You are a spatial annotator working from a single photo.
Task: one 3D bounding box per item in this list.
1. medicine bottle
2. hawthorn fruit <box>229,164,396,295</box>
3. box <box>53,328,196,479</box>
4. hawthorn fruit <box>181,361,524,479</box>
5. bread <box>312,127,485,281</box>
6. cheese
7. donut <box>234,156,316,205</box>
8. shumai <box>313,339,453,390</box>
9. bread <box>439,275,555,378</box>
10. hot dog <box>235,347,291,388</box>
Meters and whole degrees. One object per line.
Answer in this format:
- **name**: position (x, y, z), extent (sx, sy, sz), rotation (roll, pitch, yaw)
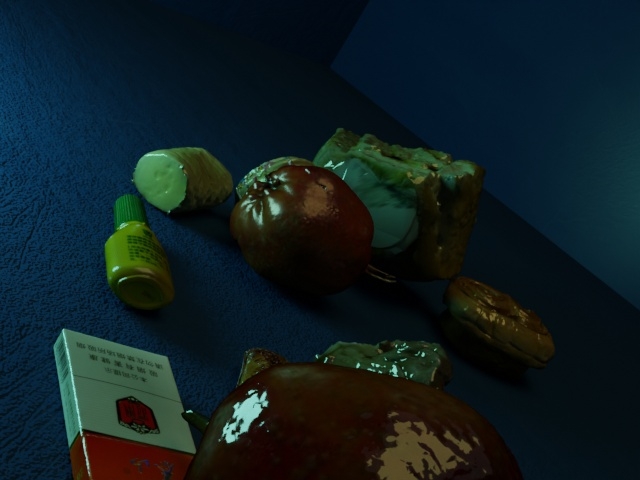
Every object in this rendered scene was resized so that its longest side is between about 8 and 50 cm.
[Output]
- **medicine bottle**: position (-0.261, 0.007, 1.332), extent (0.095, 0.064, 0.260), rotation (25, 19, -26)
- **hawthorn fruit**: position (0.000, 0.000, 1.575), extent (0.299, 0.211, 0.211), rotation (34, 17, -15)
- **box**: position (-0.203, 0.190, 0.997), extent (0.139, 0.035, 0.245), rotation (22, 20, -30)
- **hawthorn fruit**: position (0.000, 0.241, 0.863), extent (0.369, 0.284, 0.285), rotation (21, 10, 32)
- **bread**: position (0.099, -0.080, 1.851), extent (0.395, 0.239, 0.264), rotation (19, 14, 23)
- **cheese**: position (-0.233, -0.107, 1.632), extent (0.123, 0.093, 0.167), rotation (35, 18, 15)
- **donut**: position (-0.072, -0.079, 1.716), extent (0.175, 0.174, 0.068), rotation (10, 41, -50)
- **shumai**: position (0.075, 0.195, 1.266), extent (0.176, 0.166, 0.206), rotation (22, -6, -4)
- **bread**: position (0.336, 0.168, 1.812), extent (0.236, 0.120, 0.198), rotation (26, 18, -17)
- **hot dog**: position (-0.058, 0.196, 1.192), extent (0.108, 0.059, 0.191), rotation (32, 15, -15)
